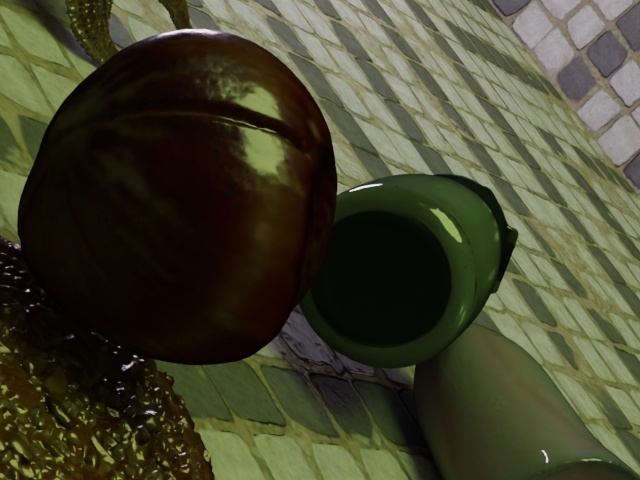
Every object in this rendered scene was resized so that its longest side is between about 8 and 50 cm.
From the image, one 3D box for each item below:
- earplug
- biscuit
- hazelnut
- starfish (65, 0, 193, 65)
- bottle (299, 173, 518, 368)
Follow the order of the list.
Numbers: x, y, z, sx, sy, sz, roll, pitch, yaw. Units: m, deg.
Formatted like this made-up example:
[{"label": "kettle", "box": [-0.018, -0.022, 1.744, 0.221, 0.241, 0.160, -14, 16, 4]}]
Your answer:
[{"label": "earplug", "box": [0.167, 0.181, 1.629, 0.172, 0.172, 0.301, 36, 15, -33]}, {"label": "biscuit", "box": [-0.178, 0.101, 1.164, 0.305, 0.038, 0.305, 42, 19, -18]}, {"label": "hazelnut", "box": [-0.096, -0.036, 1.197, 0.229, 0.229, 0.229, 42, 19, -18]}, {"label": "starfish", "box": [-0.210, -0.311, 1.673, 0.299, 0.302, 0.060, 6, -1, -45]}, {"label": "bottle", "box": [0.093, 0.013, 1.669, 0.168, 0.168, 0.347, 49, 15, 4]}]
